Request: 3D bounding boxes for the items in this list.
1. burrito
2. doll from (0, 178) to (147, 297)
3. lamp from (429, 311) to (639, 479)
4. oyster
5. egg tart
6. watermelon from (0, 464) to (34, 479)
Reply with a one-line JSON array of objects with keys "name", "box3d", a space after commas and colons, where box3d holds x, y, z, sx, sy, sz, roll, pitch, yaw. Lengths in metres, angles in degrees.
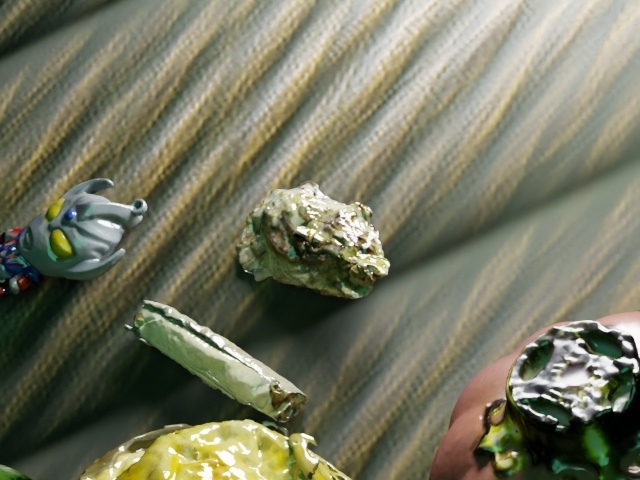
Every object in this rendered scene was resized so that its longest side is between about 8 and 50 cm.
[{"name": "burrito", "box3d": [-0.097, 0.110, 1.662, 0.185, 0.041, 0.045, 32, 103, 20]}, {"name": "doll", "box3d": [-0.253, 0.001, 1.719, 0.195, 0.062, 0.104, -21, 30, 11]}, {"name": "lamp", "box3d": [0.230, 0.181, 1.439, 0.305, 0.239, 0.305, -14, 41, 13]}, {"name": "oyster", "box3d": [0.002, -0.001, 1.674, 0.166, 0.053, 0.108, 20, 66, 24]}, {"name": "egg tart", "box3d": [-0.080, 0.231, 1.521, 0.291, 0.107, 0.290, 3, 39, -3]}, {"name": "watermelon", "box3d": [-0.302, 0.281, 1.547, 0.188, 0.214, 0.188, -5, 65, 11]}]
